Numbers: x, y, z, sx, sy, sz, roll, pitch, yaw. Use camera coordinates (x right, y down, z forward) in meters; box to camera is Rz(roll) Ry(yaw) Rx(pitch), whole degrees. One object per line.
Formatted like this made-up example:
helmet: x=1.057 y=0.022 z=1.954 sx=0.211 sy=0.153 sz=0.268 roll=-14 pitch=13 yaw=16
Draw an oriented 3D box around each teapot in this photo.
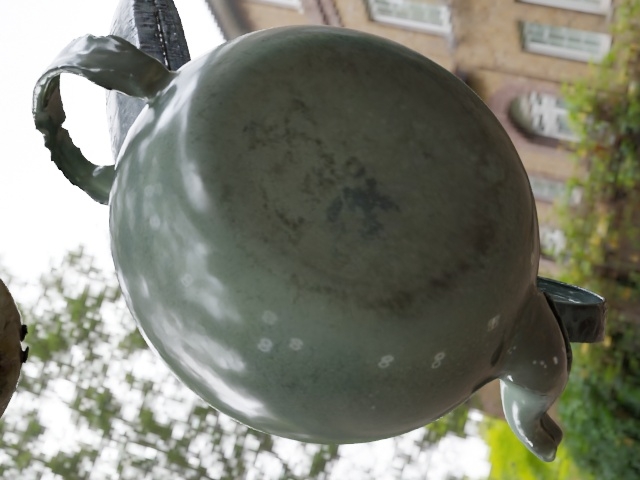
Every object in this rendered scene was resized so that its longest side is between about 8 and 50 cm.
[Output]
teapot: x=0.000 y=0.000 z=0.577 sx=0.193 sy=0.294 sz=0.129 roll=-60 pitch=-3 yaw=-35

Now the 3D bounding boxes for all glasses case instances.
glasses case: x=-0.139 y=-0.111 z=1.049 sx=0.282 sy=0.067 sz=0.109 roll=-109 pitch=30 yaw=-46

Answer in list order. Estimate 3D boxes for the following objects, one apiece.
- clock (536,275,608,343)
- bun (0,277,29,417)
clock: x=0.222 y=0.069 z=1.488 sx=0.226 sy=0.226 sz=0.049 roll=-11 pitch=-66 yaw=-71
bun: x=-0.480 y=0.145 z=1.615 sx=0.281 sy=0.205 sz=0.281 roll=16 pitch=-90 yaw=-86
